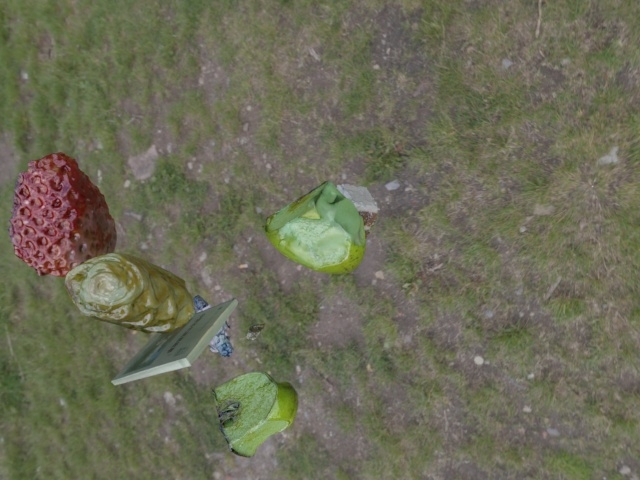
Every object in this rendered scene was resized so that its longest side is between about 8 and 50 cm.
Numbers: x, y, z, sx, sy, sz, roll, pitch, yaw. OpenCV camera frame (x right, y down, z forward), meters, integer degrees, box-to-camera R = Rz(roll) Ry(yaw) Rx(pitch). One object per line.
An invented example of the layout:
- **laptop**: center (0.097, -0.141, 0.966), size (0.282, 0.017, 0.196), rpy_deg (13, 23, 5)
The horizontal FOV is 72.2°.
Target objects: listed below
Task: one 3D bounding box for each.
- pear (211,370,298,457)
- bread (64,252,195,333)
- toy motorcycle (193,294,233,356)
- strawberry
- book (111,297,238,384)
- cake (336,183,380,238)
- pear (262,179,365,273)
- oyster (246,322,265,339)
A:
- **pear**: center (-0.204, 0.537, 1.446), size (0.255, 0.164, 0.238), rpy_deg (-35, 42, -5)
- **bread**: center (-0.352, 0.102, 0.829), size (0.152, 0.267, 0.129), rpy_deg (6, 73, 13)
- **toy motorcycle**: center (-0.363, 0.315, 1.521), size (0.204, 0.108, 0.239), rpy_deg (35, 157, 37)
- **strawberry**: center (-0.628, -0.051, 1.111), size (0.149, 0.265, 0.336), rpy_deg (24, 131, 14)
- **book**: center (-0.337, 0.235, 1.020), size (0.283, 0.215, 0.025), rpy_deg (-23, 109, 30)
- **cake**: center (0.108, -0.097, 1.459), size (0.147, 0.135, 0.135), rpy_deg (-63, 39, 32)
- **pear**: center (0.000, 0.000, 1.327), size (0.286, 0.176, 0.282), rpy_deg (-28, 117, 32)
- **oyster**: center (-0.248, 0.341, 1.673), size (0.051, 0.093, 0.034), rpy_deg (2, 117, 17)
